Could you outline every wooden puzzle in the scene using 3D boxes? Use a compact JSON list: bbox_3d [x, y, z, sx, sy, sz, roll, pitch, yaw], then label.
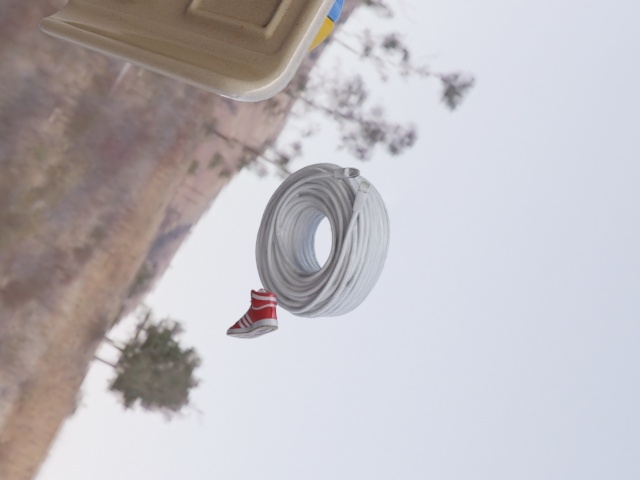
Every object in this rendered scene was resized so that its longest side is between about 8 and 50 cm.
[{"bbox_3d":[-0.053,-0.279,1.008,0.322,0.080,0.347,24,-101,44],"label":"wooden puzzle"}]

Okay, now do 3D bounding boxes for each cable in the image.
[{"bbox_3d":[0.000,0.000,1.922,0.257,0.089,0.257,13,-85,48],"label":"cable"}]

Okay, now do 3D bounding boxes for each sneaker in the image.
[{"bbox_3d":[-0.103,0.111,1.785,0.118,0.042,0.067,-20,-115,48],"label":"sneaker"}]
